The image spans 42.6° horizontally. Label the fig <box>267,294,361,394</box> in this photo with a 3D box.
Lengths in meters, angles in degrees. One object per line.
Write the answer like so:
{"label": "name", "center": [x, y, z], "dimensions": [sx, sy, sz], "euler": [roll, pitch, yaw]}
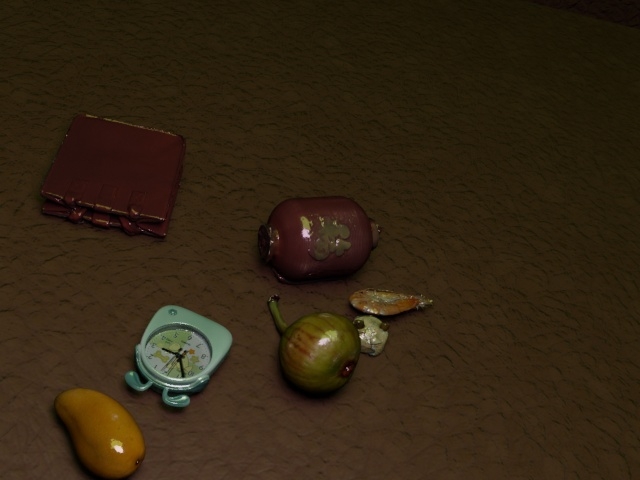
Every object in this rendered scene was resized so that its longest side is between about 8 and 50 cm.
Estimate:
{"label": "fig", "center": [-0.044, 0.178, 1.502], "dimensions": [0.151, 0.151, 0.259], "euler": [-25, 37, -37]}

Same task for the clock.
{"label": "clock", "center": [-0.252, 0.206, 1.434], "dimensions": [0.148, 0.060, 0.188], "euler": [26, 44, 5]}

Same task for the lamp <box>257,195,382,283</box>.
{"label": "lamp", "center": [0.000, 0.000, 1.663], "dimensions": [0.258, 0.180, 0.180], "euler": [-3, 48, -25]}

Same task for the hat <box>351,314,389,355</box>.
{"label": "hat", "center": [0.095, 0.177, 1.594], "dimensions": [0.077, 0.059, 0.076], "euler": [23, 48, -4]}

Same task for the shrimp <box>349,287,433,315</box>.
{"label": "shrimp", "center": [0.144, 0.130, 1.665], "dimensions": [0.184, 0.043, 0.091], "euler": [1, 24, -25]}

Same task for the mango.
{"label": "mango", "center": [-0.346, 0.300, 1.292], "dimensions": [0.102, 0.084, 0.184], "euler": [-28, 51, -34]}

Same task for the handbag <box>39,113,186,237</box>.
{"label": "handbag", "center": [-0.421, -0.137, 1.702], "dimensions": [0.260, 0.084, 0.275], "euler": [12, 44, -10]}
